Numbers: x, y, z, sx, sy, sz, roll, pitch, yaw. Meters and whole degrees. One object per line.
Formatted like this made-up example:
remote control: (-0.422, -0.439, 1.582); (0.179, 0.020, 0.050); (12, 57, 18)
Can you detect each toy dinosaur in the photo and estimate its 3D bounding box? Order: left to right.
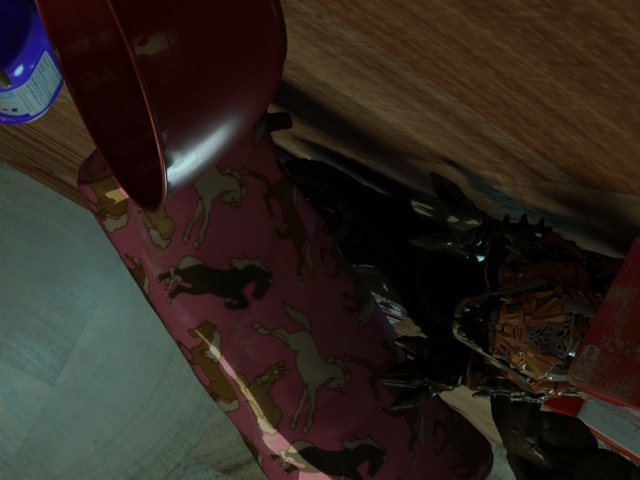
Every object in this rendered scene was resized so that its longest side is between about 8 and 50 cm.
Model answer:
toy dinosaur: (0.169, 0.066, 1.229); (0.218, 0.164, 0.322); (11, 163, 33)
toy dinosaur: (0.205, 0.189, 1.368); (0.313, 0.121, 0.160); (27, 172, 8)

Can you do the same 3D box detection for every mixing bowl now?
mixing bowl: (-0.080, -0.114, 0.934); (0.181, 0.098, 0.181); (56, 160, 32)

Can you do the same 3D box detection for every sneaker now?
sneaker: (0.087, 0.015, 1.465); (0.286, 0.109, 0.130); (30, -174, 23)

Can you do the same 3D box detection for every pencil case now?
pencil case: (-0.023, 0.062, 1.345); (0.386, 0.167, 0.160); (58, 176, -11)

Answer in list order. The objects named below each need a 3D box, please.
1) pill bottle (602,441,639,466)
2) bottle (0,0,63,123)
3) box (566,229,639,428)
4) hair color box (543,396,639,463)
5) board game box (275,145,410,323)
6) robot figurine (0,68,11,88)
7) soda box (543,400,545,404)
pill bottle: (0.357, 0.208, 1.850); (0.078, 0.078, 0.137); (29, 173, -13)
bottle: (-0.289, -0.162, 1.575); (0.118, 0.092, 0.283); (27, 173, 1)
box: (0.284, 0.083, 0.997); (0.128, 0.123, 0.257); (32, 172, -35)
hair color box: (0.292, 0.149, 1.605); (0.167, 0.093, 0.053); (33, 173, -31)
board game box: (0.000, 0.000, 1.663); (0.243, 0.042, 0.165); (31, 155, -21)
robot figurine: (-0.302, -0.197, 0.881); (0.353, 0.200, 0.300); (33, -147, -31)
soda box: (0.213, 0.128, 1.892); (0.181, 0.061, 0.058); (25, 172, 23)
